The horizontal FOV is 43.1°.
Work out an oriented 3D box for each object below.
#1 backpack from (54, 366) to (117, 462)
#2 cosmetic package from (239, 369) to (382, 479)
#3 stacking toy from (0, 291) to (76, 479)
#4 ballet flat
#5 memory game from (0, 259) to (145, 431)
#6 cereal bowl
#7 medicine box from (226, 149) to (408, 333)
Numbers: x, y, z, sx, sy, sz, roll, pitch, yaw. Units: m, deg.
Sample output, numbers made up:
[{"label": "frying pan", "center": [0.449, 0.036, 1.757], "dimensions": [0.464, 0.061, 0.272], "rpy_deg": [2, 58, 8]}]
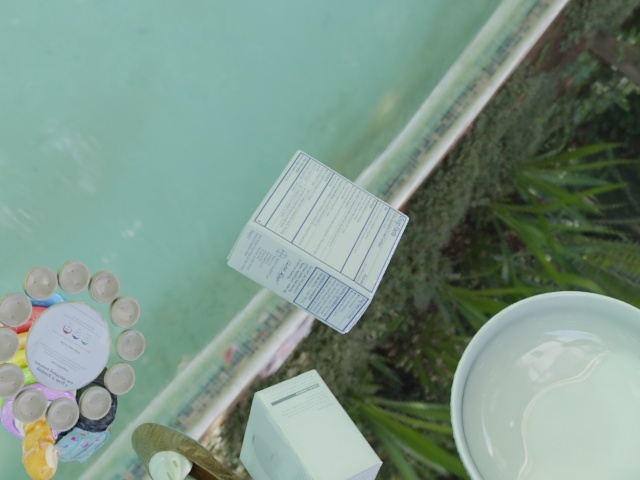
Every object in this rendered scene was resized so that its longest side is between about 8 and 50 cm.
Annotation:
[{"label": "backpack", "center": [-0.429, 0.312, 1.408], "dimensions": [0.182, 0.115, 0.152], "rpy_deg": [-46, -146, 28]}, {"label": "cosmetic package", "center": [-0.024, 0.404, 1.490], "dimensions": [0.138, 0.225, 0.224], "rpy_deg": [-17, 142, -30]}, {"label": "stacking toy", "center": [-0.422, 0.228, 1.193], "dimensions": [0.165, 0.302, 0.175], "rpy_deg": [-15, 130, -16]}, {"label": "ballet flat", "center": [-0.233, 0.479, 1.565], "dimensions": [0.116, 0.342, 0.124], "rpy_deg": [-54, 180, 19]}, {"label": "memory game", "center": [-0.273, 0.114, 0.880], "dimensions": [0.012, 0.186, 0.186], "rpy_deg": [1, -139, 47]}, {"label": "cereal bowl", "center": [0.348, 0.249, 1.114], "dimensions": [0.339, 0.339, 0.141], "rpy_deg": [-50, 158, -14]}, {"label": "medicine box", "center": [0.000, 0.000, 1.683], "dimensions": [0.149, 0.289, 0.263], "rpy_deg": [-56, -177, 45]}]
